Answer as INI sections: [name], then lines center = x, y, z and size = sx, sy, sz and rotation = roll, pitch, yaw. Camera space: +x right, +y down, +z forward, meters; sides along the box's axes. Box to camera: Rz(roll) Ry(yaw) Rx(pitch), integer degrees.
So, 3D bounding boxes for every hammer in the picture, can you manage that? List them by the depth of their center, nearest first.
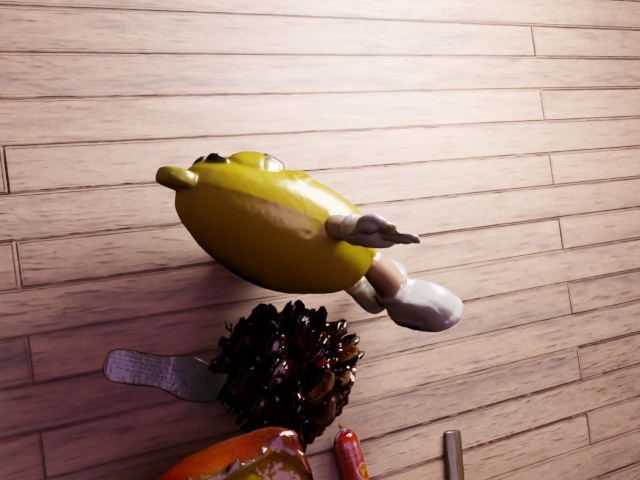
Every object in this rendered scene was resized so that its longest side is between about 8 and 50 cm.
[hammer]
center = 0.229, 0.503, 1.403
size = 0.111, 0.043, 0.366
rotation = 0, 83, -29

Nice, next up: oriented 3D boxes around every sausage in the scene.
[sausage]
center = 0.052, 0.352, 1.306
size = 0.050, 0.048, 0.146
rotation = -16, 91, -37

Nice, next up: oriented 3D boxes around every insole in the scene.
[insole]
center = -0.214, 0.189, 1.186
size = 0.188, 0.004, 0.064
rotation = 17, 76, -29

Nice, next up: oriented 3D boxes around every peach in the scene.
[peach]
center = -0.146, 0.390, 1.085
size = 0.257, 0.201, 0.362
rotation = 32, 81, -15

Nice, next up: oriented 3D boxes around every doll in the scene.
[doll]
center = 0.008, 0.012, 1.153
size = 0.423, 0.347, 0.161
rotation = 47, 60, -60

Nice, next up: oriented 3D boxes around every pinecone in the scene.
[pinecone]
center = -0.054, 0.182, 1.172
size = 0.221, 0.221, 0.222
rotation = 3, 83, -30
